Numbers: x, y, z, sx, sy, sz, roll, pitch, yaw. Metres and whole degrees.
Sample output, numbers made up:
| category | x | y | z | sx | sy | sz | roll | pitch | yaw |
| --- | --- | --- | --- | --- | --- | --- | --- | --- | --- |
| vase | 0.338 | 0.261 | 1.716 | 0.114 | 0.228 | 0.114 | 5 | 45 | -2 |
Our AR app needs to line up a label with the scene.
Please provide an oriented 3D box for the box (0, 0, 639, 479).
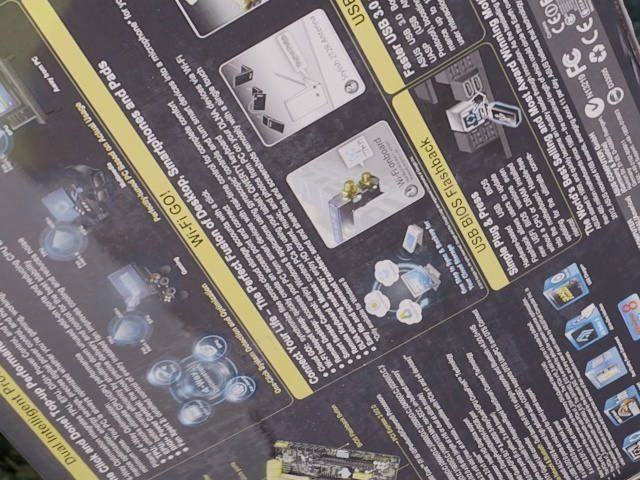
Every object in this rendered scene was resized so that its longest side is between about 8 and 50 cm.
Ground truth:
| category | x | y | z | sx | sy | sz | roll | pitch | yaw |
| --- | --- | --- | --- | --- | --- | --- | --- | --- | --- |
| box | 0.000 | 0.000 | 0.636 | 0.318 | 0.097 | 0.395 | -31 | 124 | 2 |
